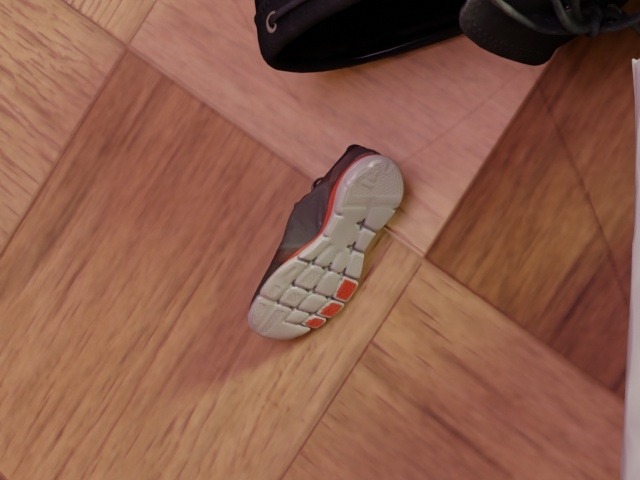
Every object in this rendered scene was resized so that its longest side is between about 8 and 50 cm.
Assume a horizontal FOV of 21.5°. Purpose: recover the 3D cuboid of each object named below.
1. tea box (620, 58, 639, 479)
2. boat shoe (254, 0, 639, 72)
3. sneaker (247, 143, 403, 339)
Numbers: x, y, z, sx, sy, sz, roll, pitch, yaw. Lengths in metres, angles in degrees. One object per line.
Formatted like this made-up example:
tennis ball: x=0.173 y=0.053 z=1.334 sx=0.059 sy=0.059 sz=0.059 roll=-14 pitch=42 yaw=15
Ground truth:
tea box: x=0.340 y=0.073 z=0.871 sx=0.323 sy=0.220 sz=0.329 roll=-4 pitch=75 yaw=29
boat shoe: x=0.152 y=-0.192 z=1.081 sx=0.500 sy=0.187 sz=0.156 roll=-3 pitch=81 yaw=35
sneaker: x=0.000 y=0.000 z=1.201 sx=0.158 sy=0.061 sz=0.065 roll=-52 pitch=31 yaw=8
